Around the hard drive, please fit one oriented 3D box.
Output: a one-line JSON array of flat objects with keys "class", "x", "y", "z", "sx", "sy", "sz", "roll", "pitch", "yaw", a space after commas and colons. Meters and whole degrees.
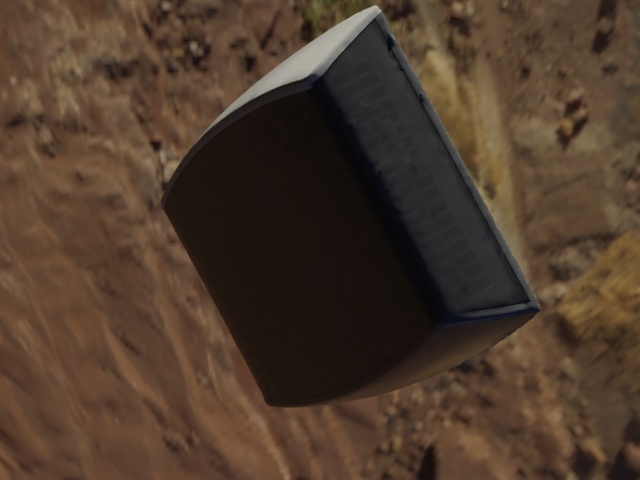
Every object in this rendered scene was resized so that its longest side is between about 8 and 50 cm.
[{"class": "hard drive", "x": 0.000, "y": 0.000, "z": 0.943, "sx": 0.054, "sy": 0.254, "sz": 0.172, "roll": -27, "pitch": 88, "yaw": -25}]
